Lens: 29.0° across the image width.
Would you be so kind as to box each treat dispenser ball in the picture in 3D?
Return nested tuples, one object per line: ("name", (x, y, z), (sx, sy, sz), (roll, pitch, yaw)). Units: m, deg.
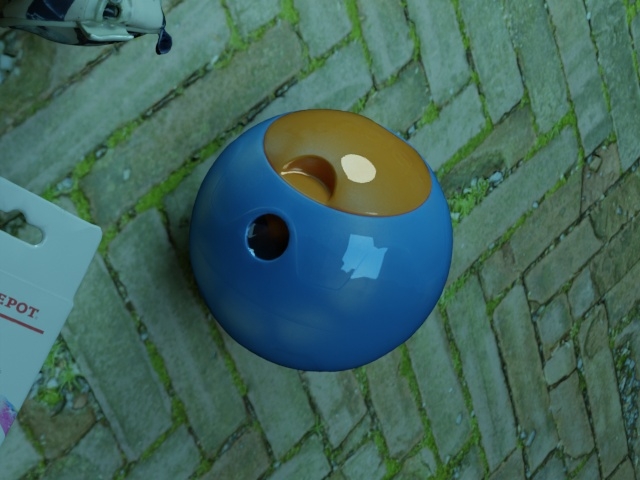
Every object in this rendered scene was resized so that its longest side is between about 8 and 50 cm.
("treat dispenser ball", (0.000, 0.000, 1.351), (0.288, 0.288, 0.288), (-16, 115, -38))

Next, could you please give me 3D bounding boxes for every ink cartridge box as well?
("ink cartridge box", (-0.378, 0.098, 1.152), (0.207, 0.119, 0.354), (32, 83, -44))

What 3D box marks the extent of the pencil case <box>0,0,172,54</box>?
("pencil case", (-0.189, -0.379, 1.118), (0.159, 0.183, 0.411), (0, 104, -42))
